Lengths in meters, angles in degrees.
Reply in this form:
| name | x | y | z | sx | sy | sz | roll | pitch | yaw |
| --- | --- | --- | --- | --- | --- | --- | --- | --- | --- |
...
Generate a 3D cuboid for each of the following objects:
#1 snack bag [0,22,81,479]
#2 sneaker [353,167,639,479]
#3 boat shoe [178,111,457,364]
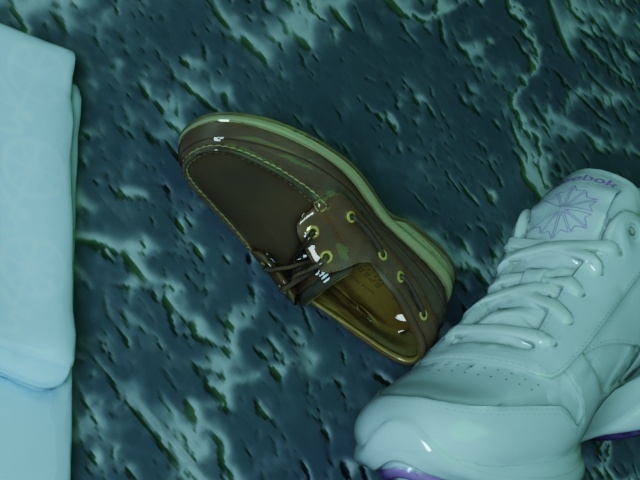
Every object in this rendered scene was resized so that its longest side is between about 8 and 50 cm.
| name | x | y | z | sx | sy | sz | roll | pitch | yaw |
| --- | --- | --- | --- | --- | --- | --- | --- | --- | --- |
| snack bag | -0.226 | 0.017 | 0.703 | 0.323 | 0.037 | 0.343 | 22 | 51 | -36 |
| sneaker | 0.105 | 0.045 | 0.936 | 0.305 | 0.114 | 0.152 | -18 | 109 | -58 |
| boat shoe | 0.000 | 0.000 | 0.922 | 0.178 | 0.064 | 0.060 | 37 | 43 | -27 |
